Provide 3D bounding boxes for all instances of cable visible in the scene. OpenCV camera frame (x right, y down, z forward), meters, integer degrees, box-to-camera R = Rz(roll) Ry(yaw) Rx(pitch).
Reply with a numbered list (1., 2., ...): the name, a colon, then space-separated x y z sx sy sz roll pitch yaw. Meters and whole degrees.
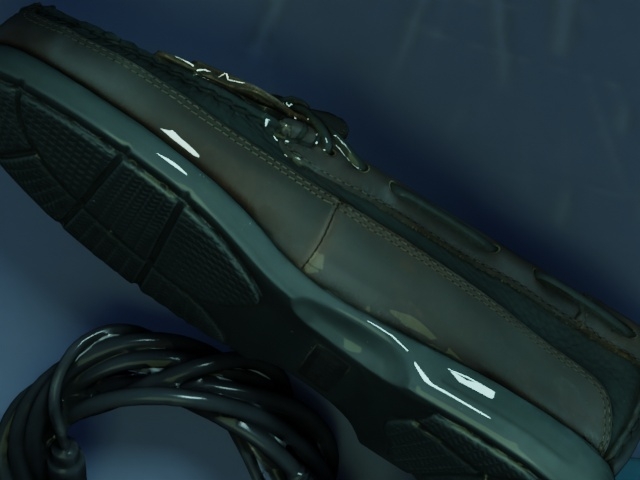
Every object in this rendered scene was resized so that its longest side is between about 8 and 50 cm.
1. cable: -0.060 0.108 0.786 0.150 0.047 0.184 -11 121 25

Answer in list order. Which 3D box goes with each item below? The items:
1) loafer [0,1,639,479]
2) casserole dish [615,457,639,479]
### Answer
1. loafer: 0.000 0.000 0.691 0.267 0.084 0.096 37 154 -7
2. casserole dish: 0.114 0.127 0.756 0.188 0.037 0.114 0 121 12
